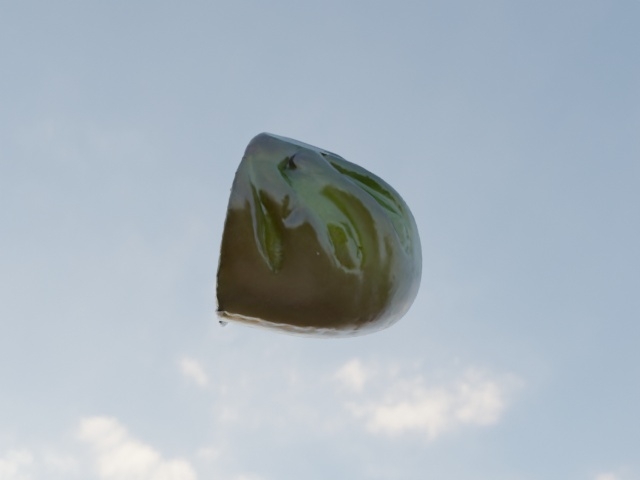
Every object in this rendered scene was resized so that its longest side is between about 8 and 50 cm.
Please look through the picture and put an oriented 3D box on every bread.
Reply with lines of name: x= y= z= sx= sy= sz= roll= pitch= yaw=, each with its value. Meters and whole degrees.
bread: x=0.009 y=0.000 z=1.064 sx=0.156 sy=0.260 sz=0.158 roll=9 pitch=-84 yaw=2
